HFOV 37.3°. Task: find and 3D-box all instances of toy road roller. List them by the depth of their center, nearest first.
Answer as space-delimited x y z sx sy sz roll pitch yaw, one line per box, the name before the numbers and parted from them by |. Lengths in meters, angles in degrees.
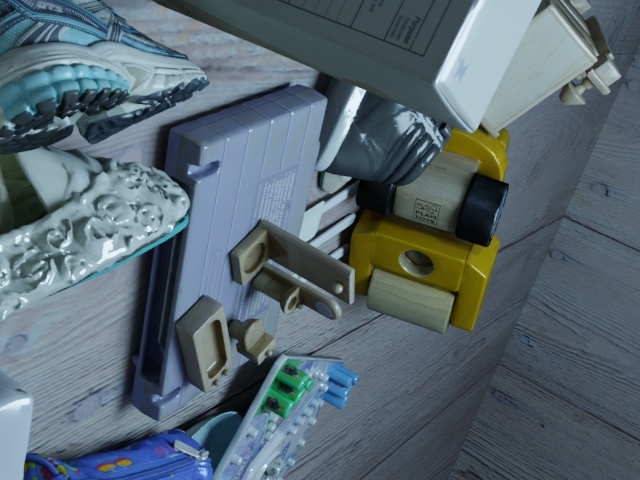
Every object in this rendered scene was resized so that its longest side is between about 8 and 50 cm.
toy road roller | 0.178 -0.045 1.417 0.329 0.203 0.240 95 18 -46

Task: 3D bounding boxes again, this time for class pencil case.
pencil case | -0.225 0.276 1.028 0.133 0.119 0.306 -41 161 14

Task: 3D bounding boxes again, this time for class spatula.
spatula | 0.000 0.000 1.299 0.242 0.019 0.168 -34 145 -53

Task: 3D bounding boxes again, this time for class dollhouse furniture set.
dollhouse furniture set | -0.056 0.095 1.032 0.151 0.123 0.144 -47 152 -31
dollhouse furniture set | 0.259 -0.330 1.367 0.174 0.303 0.355 -36 -154 26

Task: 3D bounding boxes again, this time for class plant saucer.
plant saucer | -0.176 0.306 1.271 0.195 0.037 0.195 -47 153 -33

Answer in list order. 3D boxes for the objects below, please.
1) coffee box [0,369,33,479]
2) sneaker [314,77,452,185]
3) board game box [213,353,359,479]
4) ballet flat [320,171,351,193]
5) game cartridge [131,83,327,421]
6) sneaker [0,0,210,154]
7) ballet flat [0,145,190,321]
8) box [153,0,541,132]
coffee box | -0.361 0.163 0.345 0.338 0.338 0.334 -26 139 -53
sneaker | 0.106 -0.196 1.131 0.147 0.104 0.295 20 108 -25
board game box | -0.082 0.358 1.447 0.389 0.050 0.390 -61 164 0
ballet flat | 0.043 -0.126 1.223 0.057 0.052 0.168 -29 141 -53
game cartridge | -0.104 0.011 1.069 0.230 0.068 0.354 -36 146 -53
sneaker | -0.169 -0.144 0.696 0.110 0.122 0.283 -25 -177 10
ballet flat | -0.249 0.000 0.673 0.409 0.147 0.146 -35 145 -46
box | -0.003 -0.211 0.702 0.148 0.311 0.121 -62 157 0
